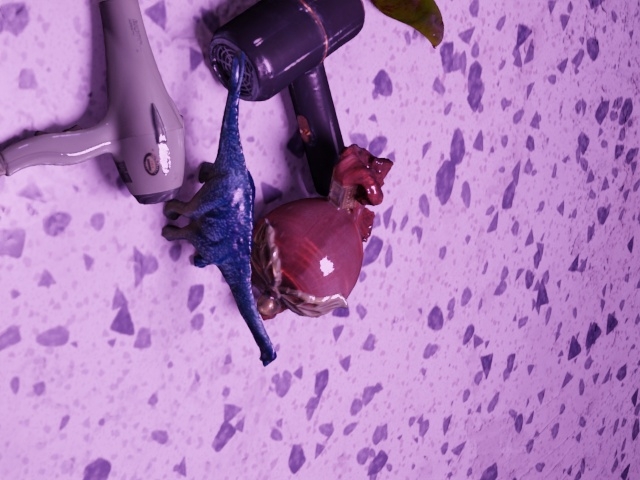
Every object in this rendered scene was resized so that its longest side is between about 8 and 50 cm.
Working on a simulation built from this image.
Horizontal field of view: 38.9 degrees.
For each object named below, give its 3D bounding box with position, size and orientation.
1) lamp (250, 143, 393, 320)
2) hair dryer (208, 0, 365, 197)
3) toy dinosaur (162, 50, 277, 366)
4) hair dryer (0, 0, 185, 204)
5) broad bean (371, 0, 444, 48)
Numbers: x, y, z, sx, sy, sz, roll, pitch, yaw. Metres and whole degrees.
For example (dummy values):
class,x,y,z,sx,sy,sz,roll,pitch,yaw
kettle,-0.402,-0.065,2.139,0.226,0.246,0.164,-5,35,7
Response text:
class,x,y,z,sx,sy,sz,roll,pitch,yaw
lamp,-0.012,-0.003,1.168,0.215,0.151,0.223,111,-1,-62
hair dryer,-0.016,-0.153,1.176,0.189,0.107,0.352,-41,133,-29
toy dinosaur,-0.113,-0.035,1.067,0.076,0.147,0.363,-11,102,-48
hair dryer,-0.241,-0.155,0.958,0.224,0.088,0.219,7,89,-33
broad bean,0.089,-0.366,1.232,0.077,0.061,0.339,-49,144,0
